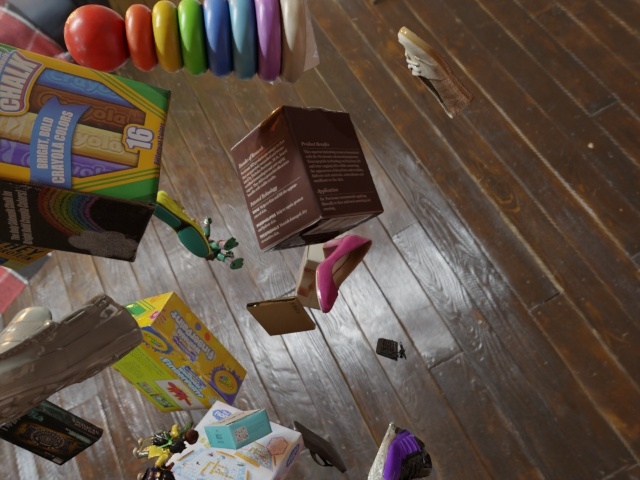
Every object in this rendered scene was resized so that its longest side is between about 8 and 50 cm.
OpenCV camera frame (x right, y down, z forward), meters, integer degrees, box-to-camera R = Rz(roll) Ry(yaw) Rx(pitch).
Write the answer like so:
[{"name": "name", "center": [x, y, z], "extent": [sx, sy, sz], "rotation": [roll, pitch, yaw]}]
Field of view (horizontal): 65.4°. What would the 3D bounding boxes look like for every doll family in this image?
[{"name": "doll family", "center": [-0.278, 0.384, 0.847], "extent": [0.111, 0.076, 0.193], "rotation": [-16, 36, 28]}]

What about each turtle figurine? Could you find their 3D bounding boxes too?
[{"name": "turtle figurine", "center": [-0.361, 0.021, 1.719], "extent": [0.234, 0.175, 0.118], "rotation": [20, 59, 46]}]

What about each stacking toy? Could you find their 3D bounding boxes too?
[{"name": "stacking toy", "center": [-0.192, -0.297, 0.720], "extent": [0.330, 0.141, 0.141], "rotation": [-3, 66, -10]}]

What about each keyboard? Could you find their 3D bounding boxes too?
[{"name": "keyboard", "center": [0.236, 0.346, 1.635], "extent": [0.100, 0.192, 0.038], "rotation": [17, 97, 7]}]

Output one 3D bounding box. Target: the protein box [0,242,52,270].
[{"name": "protein box", "center": [-0.725, -0.066, 1.202], "extent": [0.200, 0.136, 0.201], "rotation": [-22, 58, 25]}]

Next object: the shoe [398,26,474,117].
[{"name": "shoe", "center": [0.217, -0.321, 0.965], "extent": [0.058, 0.219, 0.076], "rotation": [-46, 32, 16]}]

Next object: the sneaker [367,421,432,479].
[{"name": "sneaker", "center": [0.224, 0.586, 1.323], "extent": [0.146, 0.293, 0.102], "rotation": [23, 101, 15]}]

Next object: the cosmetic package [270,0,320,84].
[{"name": "cosmetic package", "center": [-0.115, -0.539, 1.302], "extent": [0.151, 0.183, 0.151], "rotation": [-30, 47, -16]}]

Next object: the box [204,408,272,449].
[{"name": "box", "center": [-0.214, 0.479, 1.265], "extent": [0.100, 0.244, 0.060], "rotation": [-15, 78, -30]}]

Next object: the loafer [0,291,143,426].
[{"name": "loafer", "center": [-0.351, 0.140, 0.607], "extent": [0.112, 0.319, 0.111], "rotation": [-37, 86, 15]}]

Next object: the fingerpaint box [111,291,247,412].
[{"name": "fingerpaint box", "center": [-0.545, 0.412, 1.781], "extent": [0.371, 0.445, 0.163], "rotation": [-16, 33, 31]}]

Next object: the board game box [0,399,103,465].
[{"name": "board game box", "center": [-0.512, 0.338, 0.905], "extent": [0.126, 0.186, 0.026], "rotation": [-35, 30, 19]}]

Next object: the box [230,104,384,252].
[{"name": "box", "center": [-0.025, -0.106, 0.887], "extent": [0.167, 0.168, 0.203], "rotation": [-28, 76, 44]}]

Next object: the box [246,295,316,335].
[{"name": "box", "center": [-0.122, 0.243, 1.581], "extent": [0.164, 0.201, 0.021], "rotation": [-11, 52, 14]}]

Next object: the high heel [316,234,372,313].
[{"name": "high heel", "center": [0.058, 0.073, 1.148], "extent": [0.117, 0.082, 0.244], "rotation": [-5, 32, 12]}]

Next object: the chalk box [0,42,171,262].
[{"name": "chalk box", "center": [-0.353, -0.105, 0.612], "extent": [0.289, 0.180, 0.179], "rotation": [12, 61, -24]}]

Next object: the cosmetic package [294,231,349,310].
[{"name": "cosmetic package", "center": [-0.002, 0.097, 1.674], "extent": [0.129, 0.296, 0.153], "rotation": [13, 52, -4]}]

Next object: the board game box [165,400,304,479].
[{"name": "board game box", "center": [-0.261, 0.641, 1.417], "extent": [0.319, 0.066, 0.318], "rotation": [11, 38, 28]}]

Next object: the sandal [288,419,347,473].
[{"name": "sandal", "center": [-0.016, 0.661, 1.586], "extent": [0.254, 0.097, 0.054], "rotation": [43, 91, -18]}]

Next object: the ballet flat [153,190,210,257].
[{"name": "ballet flat", "center": [-0.386, -0.051, 1.406], "extent": [0.077, 0.231, 0.077], "rotation": [-24, 33, 29]}]
